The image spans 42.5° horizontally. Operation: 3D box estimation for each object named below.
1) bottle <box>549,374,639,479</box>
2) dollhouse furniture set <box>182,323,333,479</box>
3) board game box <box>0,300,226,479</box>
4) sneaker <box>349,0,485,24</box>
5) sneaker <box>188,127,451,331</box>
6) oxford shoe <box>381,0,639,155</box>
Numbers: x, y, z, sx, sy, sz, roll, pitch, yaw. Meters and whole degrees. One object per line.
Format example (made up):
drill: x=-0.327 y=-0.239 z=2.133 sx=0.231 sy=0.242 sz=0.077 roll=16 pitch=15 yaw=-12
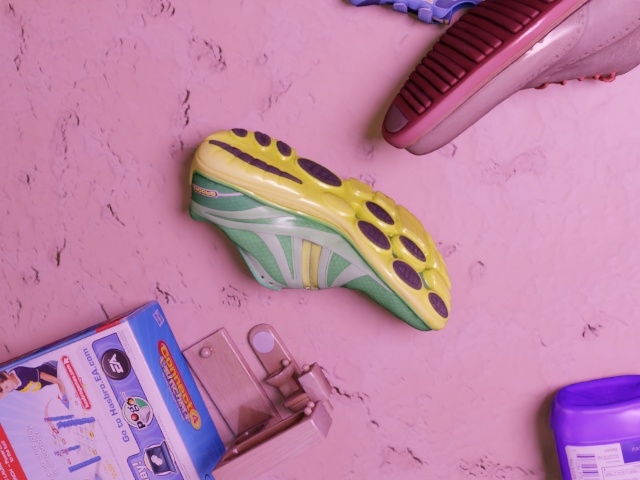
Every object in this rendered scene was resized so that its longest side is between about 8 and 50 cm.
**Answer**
bottle: x=0.307 y=0.277 z=0.804 sx=0.118 sy=0.092 sz=0.283 roll=-13 pitch=98 yaw=14
dollhouse furniture set: x=-0.074 y=0.152 z=0.829 sx=0.144 sy=0.151 sz=0.123 roll=-31 pitch=93 yaw=14
board game box: x=-0.263 y=0.263 z=0.924 sx=0.301 sy=0.086 sz=0.308 roll=-21 pitch=96 yaw=15
sneaker: x=0.095 y=-0.229 z=0.770 sx=0.144 sy=0.053 sz=0.059 roll=-4 pitch=102 yaw=14
sneaker: x=0.000 y=0.000 z=0.822 sx=0.295 sy=0.109 sz=0.124 roll=32 pitch=128 yaw=2
oxford shoe: x=0.213 y=-0.170 z=0.712 sx=0.348 sy=0.123 sz=0.130 roll=-37 pitch=118 yaw=12
